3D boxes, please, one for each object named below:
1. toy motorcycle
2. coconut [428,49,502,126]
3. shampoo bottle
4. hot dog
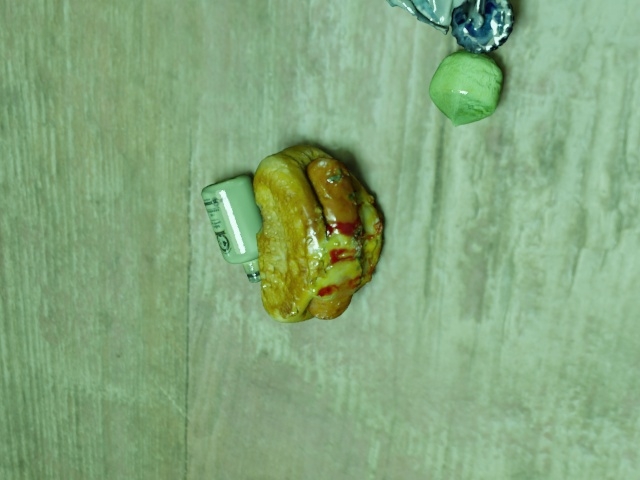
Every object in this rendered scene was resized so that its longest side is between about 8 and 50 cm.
[{"bbox_3d":[0.148,-0.355,0.899,0.239,0.108,0.204,29,126,5],"label":"toy motorcycle"},{"bbox_3d":[0.178,-0.185,0.957,0.088,0.088,0.096,19,85,21],"label":"coconut"},{"bbox_3d":[-0.119,-0.014,1.171,0.079,0.079,0.162,-12,101,30],"label":"shampoo bottle"},{"bbox_3d":[0.000,0.000,1.082,0.153,0.150,0.256,11,112,35],"label":"hot dog"}]
